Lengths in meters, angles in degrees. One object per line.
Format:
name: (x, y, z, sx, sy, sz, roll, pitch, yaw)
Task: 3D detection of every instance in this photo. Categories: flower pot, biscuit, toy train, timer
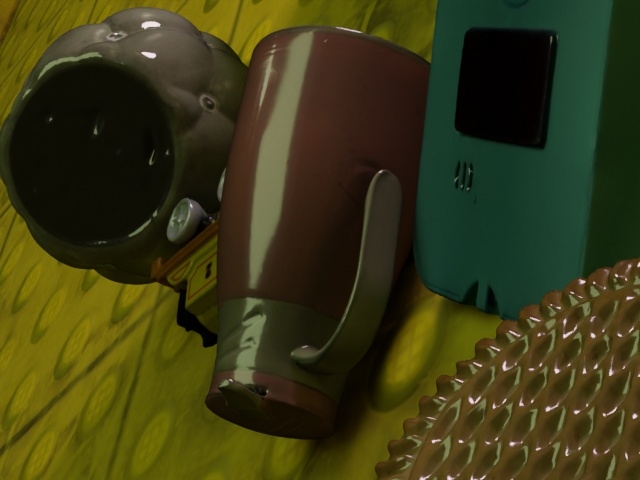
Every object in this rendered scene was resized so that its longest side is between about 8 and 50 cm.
flower pot: (-0.159, -0.082, 1.435, 0.246, 0.246, 0.195, -53, -11, 18)
biscuit: (0.122, 0.108, 0.650, 0.259, 0.079, 0.259, -30, 26, 17)
toy train: (-0.059, 0.016, 1.278, 0.219, 0.089, 0.127, -36, 41, 46)
timer: (0.139, -0.076, 0.940, 0.232, 0.091, 0.250, -156, 75, -69)

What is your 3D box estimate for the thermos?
thermos: (0.000, 0.000, 1.091, 0.176, 0.146, 0.265, -27, 46, 58)
